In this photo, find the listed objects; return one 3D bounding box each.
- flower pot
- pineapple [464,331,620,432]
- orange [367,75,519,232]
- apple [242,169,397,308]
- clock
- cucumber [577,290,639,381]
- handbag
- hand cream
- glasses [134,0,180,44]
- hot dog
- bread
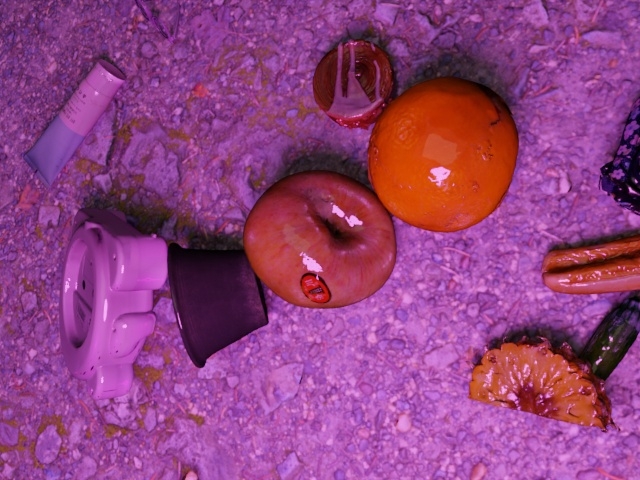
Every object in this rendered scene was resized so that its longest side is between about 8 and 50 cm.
[{"bbox_3d":[-0.179,0.102,0.975,0.148,0.235,0.236,-13,81,-4],"label":"flower pot"},{"bbox_3d":[0.345,0.208,0.835,0.233,0.079,0.135,5,77,39],"label":"pineapple"},{"bbox_3d":[0.198,-0.135,0.854,0.246,0.246,0.246,-2,84,16],"label":"orange"},{"bbox_3d":[0.000,0.000,0.912,0.260,0.194,0.261,8,68,-21],"label":"apple"},{"bbox_3d":[-0.415,0.114,1.025,0.295,0.113,0.323,23,104,47],"label":"clock"},{"bbox_3d":[0.451,0.181,0.848,0.056,0.056,0.250,35,98,16],"label":"cucumber"},{"bbox_3d":[0.558,-0.121,0.799,0.228,0.127,0.208,22,78,15],"label":"handbag"},{"bbox_3d":[-0.553,-0.260,1.192,0.312,0.070,0.111,-45,76,16],"label":"hand cream"},{"bbox_3d":[-0.330,-0.509,1.159,0.103,0.062,0.140,-42,74,-14],"label":"glasses"},{"bbox_3d":[0.482,0.042,0.838,0.249,0.102,0.076,-14,122,17],"label":"hot dog"},{"bbox_3d":[0.064,-0.289,0.997,0.160,0.073,0.161,-1,83,13],"label":"bread"}]
